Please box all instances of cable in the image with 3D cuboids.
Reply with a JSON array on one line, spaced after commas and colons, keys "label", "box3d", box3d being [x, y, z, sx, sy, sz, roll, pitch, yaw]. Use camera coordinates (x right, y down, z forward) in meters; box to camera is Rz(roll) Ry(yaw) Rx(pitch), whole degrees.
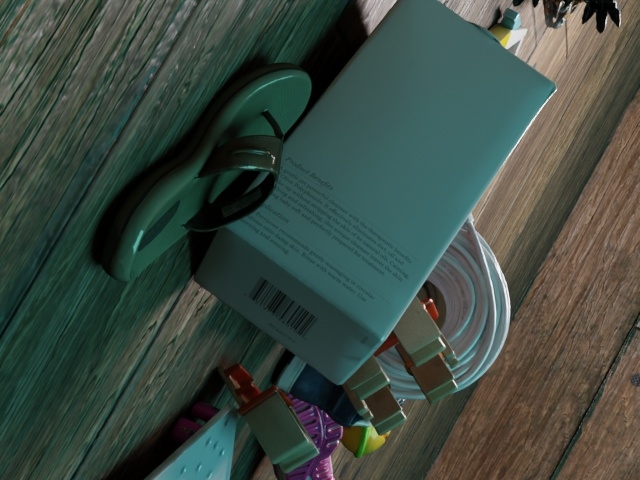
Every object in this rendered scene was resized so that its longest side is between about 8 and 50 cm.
[{"label": "cable", "box3d": [0.121, 0.084, 1.742, 0.257, 0.257, 0.089, -26, 173, -11]}]

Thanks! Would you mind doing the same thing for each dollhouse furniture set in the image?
[{"label": "dollhouse furniture set", "box3d": [0.026, 0.146, 1.549, 0.259, 0.135, 0.262, -31, 159, -1]}]

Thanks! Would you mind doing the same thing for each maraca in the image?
[{"label": "maraca", "box3d": [0.073, 0.277, 2.204, 0.186, 0.099, 0.127, -84, -171, -48]}]

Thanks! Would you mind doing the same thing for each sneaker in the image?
[{"label": "sneaker", "box3d": [-0.031, 0.292, 1.910, 0.103, 0.111, 0.252, -9, 120, -17]}, {"label": "sneaker", "box3d": [0.065, 0.150, 1.816, 0.226, 0.163, 0.086, -56, 172, -17]}]

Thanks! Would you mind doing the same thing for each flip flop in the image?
[{"label": "flip flop", "box3d": [-0.086, -0.054, 1.165, 0.277, 0.080, 0.112, -49, 160, -38]}]

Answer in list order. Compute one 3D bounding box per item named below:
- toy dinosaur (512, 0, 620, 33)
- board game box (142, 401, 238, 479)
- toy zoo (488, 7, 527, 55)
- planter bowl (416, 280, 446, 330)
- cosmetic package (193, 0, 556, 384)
[{"label": "toy dinosaur", "box3d": [0.368, -0.432, 1.921, 0.322, 0.164, 0.218, 72, 31, -45]}, {"label": "board game box", "box3d": [-0.230, 0.419, 1.473, 0.390, 0.050, 0.390, -38, 143, -54]}, {"label": "toy zoo", "box3d": [0.235, -0.215, 1.991, 0.192, 0.030, 0.293, -38, 151, -55]}, {"label": "planter bowl", "box3d": [0.142, 0.103, 2.048, 0.109, 0.162, 0.162, -112, -133, -75]}, {"label": "cosmetic package", "box3d": [0.059, -0.062, 1.349, 0.365, 0.197, 0.155, -52, 178, -29]}]
